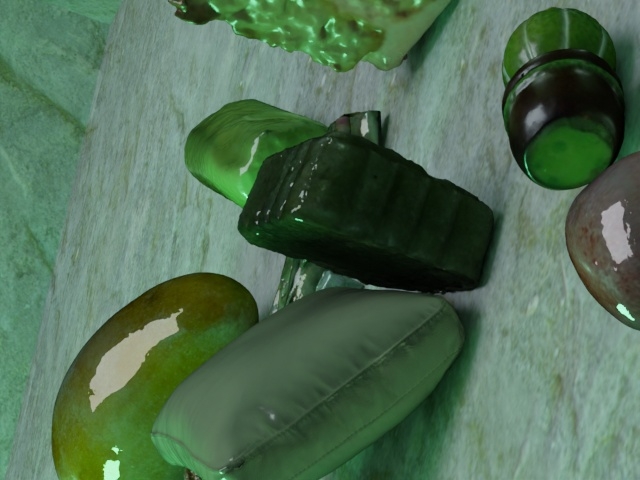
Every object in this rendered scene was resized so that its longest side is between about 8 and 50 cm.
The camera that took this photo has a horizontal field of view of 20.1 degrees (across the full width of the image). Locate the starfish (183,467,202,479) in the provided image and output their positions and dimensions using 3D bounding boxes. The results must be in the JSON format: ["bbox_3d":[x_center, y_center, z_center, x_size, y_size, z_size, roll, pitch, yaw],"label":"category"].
[{"bbox_3d":[-0.135,0.345,2.006,0.213,0.057,0.238,-47,29,49],"label":"starfish"}]

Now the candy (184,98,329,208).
[{"bbox_3d":[-0.070,-0.099,2.129,0.132,0.142,0.343,-59,16,-1],"label":"candy"}]

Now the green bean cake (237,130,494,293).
[{"bbox_3d":[0.042,-0.018,1.564,0.094,0.185,0.183,-69,16,-13],"label":"green bean cake"}]

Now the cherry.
[{"bbox_3d":[0.207,-0.004,1.154,0.126,0.087,0.106,-92,21,-58],"label":"cherry"}]

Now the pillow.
[{"bbox_3d":[-0.018,0.132,1.602,0.255,0.120,0.322,-34,10,-14],"label":"pillow"}]

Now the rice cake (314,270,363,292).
[{"bbox_3d":[-0.019,0.149,1.838,0.042,0.045,0.245,-145,74,-73],"label":"rice cake"}]

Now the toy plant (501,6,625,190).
[{"bbox_3d":[0.181,-0.116,1.363,0.162,0.092,0.093,-89,23,-47],"label":"toy plant"}]

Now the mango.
[{"bbox_3d":[-0.196,0.178,2.134,0.221,0.199,0.384,-35,-16,-54],"label":"mango"}]

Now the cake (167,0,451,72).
[{"bbox_3d":[0.018,-0.378,1.877,0.307,0.293,0.314,-56,25,31],"label":"cake"}]

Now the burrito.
[{"bbox_3d":[0.001,0.001,1.903,0.096,0.066,0.309,166,124,-75],"label":"burrito"}]
